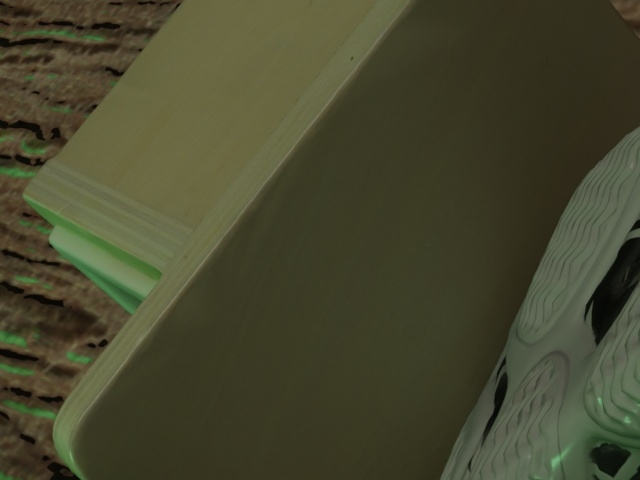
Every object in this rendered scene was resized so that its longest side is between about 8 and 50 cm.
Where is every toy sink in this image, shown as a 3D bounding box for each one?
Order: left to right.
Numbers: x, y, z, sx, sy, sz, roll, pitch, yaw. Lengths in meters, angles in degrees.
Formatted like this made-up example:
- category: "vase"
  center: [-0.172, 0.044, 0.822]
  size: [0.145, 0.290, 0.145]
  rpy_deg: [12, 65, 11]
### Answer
- category: "toy sink"
  center: [0.000, 0.000, 0.681]
  size: [0.234, 0.153, 0.131]
  rpy_deg: [-53, 35, -9]

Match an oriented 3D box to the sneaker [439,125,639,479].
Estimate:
- category: "sneaker"
  center: [0.167, 0.050, 0.482]
  size: [0.137, 0.210, 0.366]
  rpy_deg: [-62, 4, -24]
